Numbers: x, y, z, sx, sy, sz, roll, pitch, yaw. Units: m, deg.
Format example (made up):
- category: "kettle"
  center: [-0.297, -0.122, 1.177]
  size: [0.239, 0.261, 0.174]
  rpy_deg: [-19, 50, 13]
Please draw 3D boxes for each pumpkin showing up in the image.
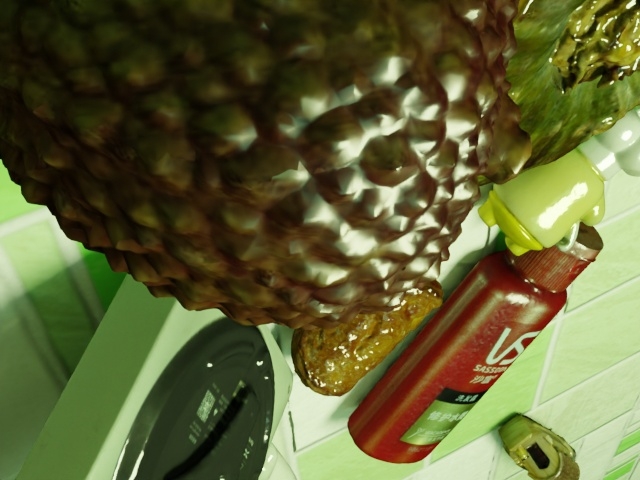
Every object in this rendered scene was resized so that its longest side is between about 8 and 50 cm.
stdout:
- category: "pumpkin"
  center: [0.188, -0.165, 0.642]
  size: [0.258, 0.095, 0.290]
  rpy_deg: [-34, 151, -7]

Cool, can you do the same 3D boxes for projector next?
- category: "projector"
  center: [-0.105, 0.160, 0.702]
  size: [0.257, 0.079, 0.259]
  rpy_deg: [69, 40, -57]

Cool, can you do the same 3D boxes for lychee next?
- category: "lychee"
  center: [-0.029, -0.079, 0.455]
  size: [0.271, 0.236, 0.236]
  rpy_deg: [16, 127, -18]

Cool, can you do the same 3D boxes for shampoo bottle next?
- category: "shampoo bottle"
  center: [0.150, 0.097, 0.964]
  size: [0.118, 0.076, 0.314]
  rpy_deg: [12, 126, -38]

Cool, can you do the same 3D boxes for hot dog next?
- category: "hot dog"
  center: [0.037, 0.071, 0.841]
  size: [0.147, 0.065, 0.099]
  rpy_deg: [-46, 146, 18]

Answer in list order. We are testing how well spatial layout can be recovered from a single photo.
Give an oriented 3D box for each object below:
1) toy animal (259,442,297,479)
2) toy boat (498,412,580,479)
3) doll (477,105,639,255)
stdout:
- category: "toy animal"
  center: [-0.037, 0.363, 0.897]
  size: [0.196, 0.367, 0.241]
  rpy_deg: [-36, 136, -3]
- category: "toy boat"
  center: [0.301, 0.292, 1.339]
  size: [0.068, 0.088, 0.226]
  rpy_deg: [-39, 148, 8]
- category: "doll"
  center: [0.211, -0.056, 0.828]
  size: [0.162, 0.062, 0.106]
  rpy_deg: [-40, 115, 15]
